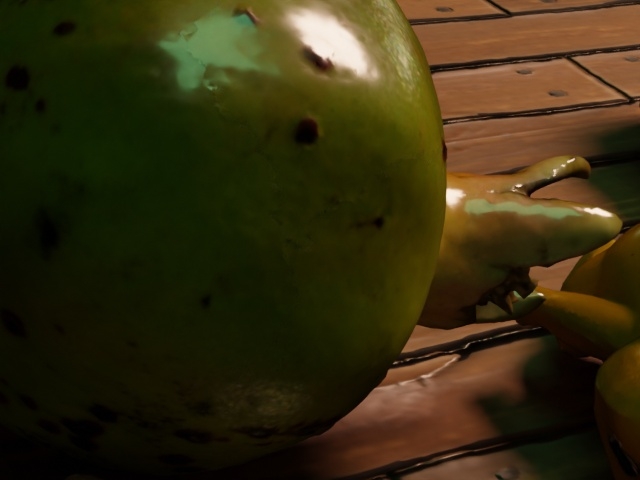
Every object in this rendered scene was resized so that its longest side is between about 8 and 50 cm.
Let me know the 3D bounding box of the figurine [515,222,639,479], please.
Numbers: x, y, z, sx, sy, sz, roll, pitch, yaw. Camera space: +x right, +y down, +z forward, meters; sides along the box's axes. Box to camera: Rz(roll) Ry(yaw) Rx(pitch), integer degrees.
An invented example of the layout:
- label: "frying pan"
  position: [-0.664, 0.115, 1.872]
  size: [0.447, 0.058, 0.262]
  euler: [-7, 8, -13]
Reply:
- label: "figurine"
  position: [0.139, 0.027, 0.606]
  size: [0.121, 0.122, 0.176]
  euler: [13, 28, 2]

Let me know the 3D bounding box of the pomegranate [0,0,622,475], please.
- label: "pomegranate"
  position: [-0.020, -0.023, 0.561]
  size: [0.246, 0.198, 0.198]
  euler: [-8, 29, 1]

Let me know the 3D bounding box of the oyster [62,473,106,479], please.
- label: "oyster"
  position: [-0.063, 0.104, 0.494]
  size: [0.100, 0.037, 0.098]
  euler: [18, 29, 16]
